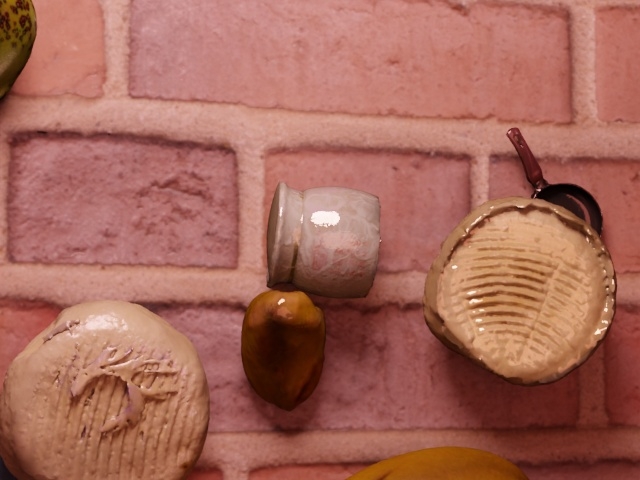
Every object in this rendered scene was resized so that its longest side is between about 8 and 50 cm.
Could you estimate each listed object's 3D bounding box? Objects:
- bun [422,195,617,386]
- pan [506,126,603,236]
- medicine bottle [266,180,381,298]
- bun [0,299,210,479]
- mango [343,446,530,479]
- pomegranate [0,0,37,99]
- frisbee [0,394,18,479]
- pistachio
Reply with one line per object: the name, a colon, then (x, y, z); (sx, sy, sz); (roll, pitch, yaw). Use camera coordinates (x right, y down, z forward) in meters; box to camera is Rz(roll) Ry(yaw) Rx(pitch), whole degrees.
bun: (0.267, 0.065, 1.396); (0.259, 0.152, 0.259); (0, 88, -3)
pan: (0.315, -0.066, 1.469); (0.115, 0.040, 0.212); (-34, 98, -9)
medicine bottle: (0.000, 0.000, 1.365); (0.143, 0.147, 0.147); (7, 84, -4)
bun: (-0.267, 0.203, 1.303); (0.273, 0.168, 0.272); (-2, 96, -16)
mango: (0.101, 0.439, 1.309); (0.445, 0.220, 0.301); (-35, 89, -13)
pomegranate: (-0.487, -0.276, 1.314); (0.222, 0.276, 0.204); (-16, 127, -29)
frisbee: (-0.464, 0.323, 1.290); (0.290, 0.049, 0.289); (2, 84, -20)
pistachio: (-0.052, 0.134, 1.366); (0.110, 0.189, 0.100); (14, 39, 23)
